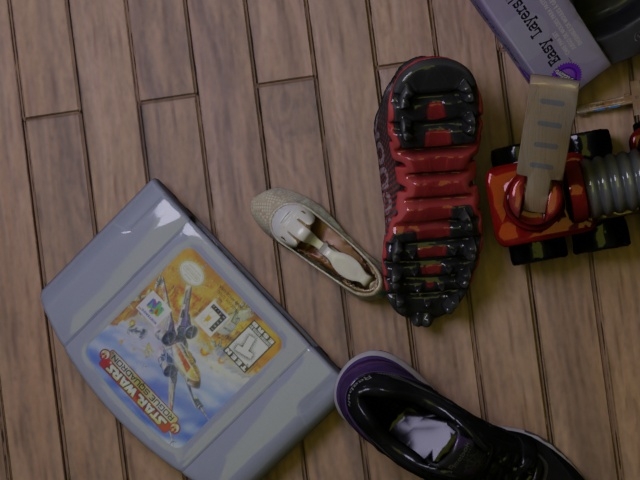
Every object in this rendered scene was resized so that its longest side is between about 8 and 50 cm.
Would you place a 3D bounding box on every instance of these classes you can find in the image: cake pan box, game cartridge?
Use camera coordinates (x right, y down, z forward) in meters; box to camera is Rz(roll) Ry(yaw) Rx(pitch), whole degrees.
[{"bbox_3d":[0.247,-0.286,1.336,0.246,0.070,0.267,-36,128,6],"label":"cake pan box"},{"bbox_3d":[-0.135,0.109,1.461,0.198,0.062,0.297,-45,84,1],"label":"game cartridge"}]

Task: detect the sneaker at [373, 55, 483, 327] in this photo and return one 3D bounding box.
[{"bbox_3d":[0.104,-0.056,1.410,0.098,0.135,0.276,-2,112,-4],"label":"sneaker"}]

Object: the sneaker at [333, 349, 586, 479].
[{"bbox_3d":[0.138,0.213,1.369,0.283,0.124,0.107,29,92,-5],"label":"sneaker"}]

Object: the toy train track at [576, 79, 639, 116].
[{"bbox_3d":[0.295,-0.133,1.421,0.083,0.014,0.048,-10,48,16],"label":"toy train track"}]

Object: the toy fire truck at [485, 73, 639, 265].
[{"bbox_3d":[0.256,-0.069,1.310,0.217,0.246,0.158,-10,88,8],"label":"toy fire truck"}]

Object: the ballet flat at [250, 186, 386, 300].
[{"bbox_3d":[0.000,0.000,1.443,0.168,0.052,0.057,34,94,7],"label":"ballet flat"}]
